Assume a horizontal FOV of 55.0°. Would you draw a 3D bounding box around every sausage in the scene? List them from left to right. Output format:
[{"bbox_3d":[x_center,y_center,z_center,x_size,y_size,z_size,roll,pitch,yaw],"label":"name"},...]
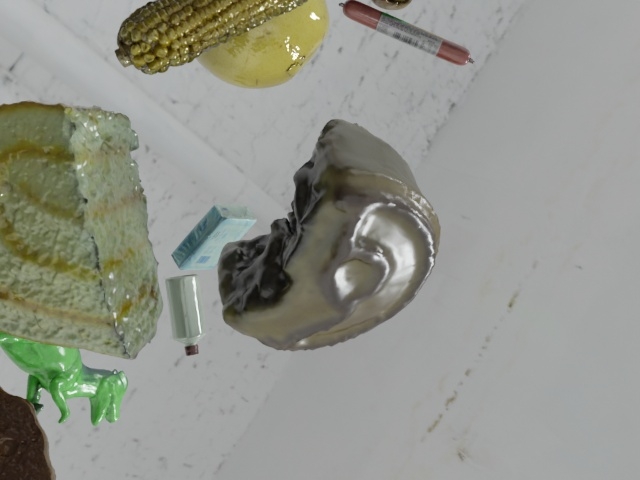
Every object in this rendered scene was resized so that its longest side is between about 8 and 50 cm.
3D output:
[{"bbox_3d":[0.130,-0.313,0.929,0.223,0.029,0.029,23,-104,-2],"label":"sausage"}]

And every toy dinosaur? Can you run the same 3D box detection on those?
[{"bbox_3d":[-0.521,0.116,1.205,0.144,0.375,0.499,-9,-104,30],"label":"toy dinosaur"}]

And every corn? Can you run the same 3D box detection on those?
[{"bbox_3d":[-0.132,-0.319,0.844,0.320,0.097,0.097,-28,-133,-8],"label":"corn"}]

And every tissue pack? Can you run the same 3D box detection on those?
[{"bbox_3d":[-0.362,-0.012,2.092,0.263,0.177,0.089,-47,-113,23],"label":"tissue pack"}]

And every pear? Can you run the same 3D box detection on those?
[{"bbox_3d":[-0.154,-0.526,1.462,0.349,0.348,0.348,-18,-125,28],"label":"pear"}]

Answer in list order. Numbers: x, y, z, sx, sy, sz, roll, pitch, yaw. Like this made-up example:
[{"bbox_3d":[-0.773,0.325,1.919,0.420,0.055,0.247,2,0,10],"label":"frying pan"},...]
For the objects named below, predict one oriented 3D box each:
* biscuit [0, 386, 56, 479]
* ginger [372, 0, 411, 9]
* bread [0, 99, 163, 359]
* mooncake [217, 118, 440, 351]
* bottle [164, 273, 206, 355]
[{"bbox_3d":[-0.597,0.377,1.041,0.257,0.049,0.272,-31,-104,-18],"label":"biscuit"},{"bbox_3d":[0.075,-0.497,0.892,0.172,0.321,0.165,-41,-146,11],"label":"ginger"},{"bbox_3d":[-0.418,-0.006,0.949,0.264,0.239,0.394,-7,-80,2],"label":"bread"},{"bbox_3d":[0.000,0.000,1.064,0.394,0.393,0.246,-12,-135,-2],"label":"mooncake"},{"bbox_3d":[-0.407,0.229,1.875,0.104,0.104,0.244,-7,-89,34],"label":"bottle"}]
